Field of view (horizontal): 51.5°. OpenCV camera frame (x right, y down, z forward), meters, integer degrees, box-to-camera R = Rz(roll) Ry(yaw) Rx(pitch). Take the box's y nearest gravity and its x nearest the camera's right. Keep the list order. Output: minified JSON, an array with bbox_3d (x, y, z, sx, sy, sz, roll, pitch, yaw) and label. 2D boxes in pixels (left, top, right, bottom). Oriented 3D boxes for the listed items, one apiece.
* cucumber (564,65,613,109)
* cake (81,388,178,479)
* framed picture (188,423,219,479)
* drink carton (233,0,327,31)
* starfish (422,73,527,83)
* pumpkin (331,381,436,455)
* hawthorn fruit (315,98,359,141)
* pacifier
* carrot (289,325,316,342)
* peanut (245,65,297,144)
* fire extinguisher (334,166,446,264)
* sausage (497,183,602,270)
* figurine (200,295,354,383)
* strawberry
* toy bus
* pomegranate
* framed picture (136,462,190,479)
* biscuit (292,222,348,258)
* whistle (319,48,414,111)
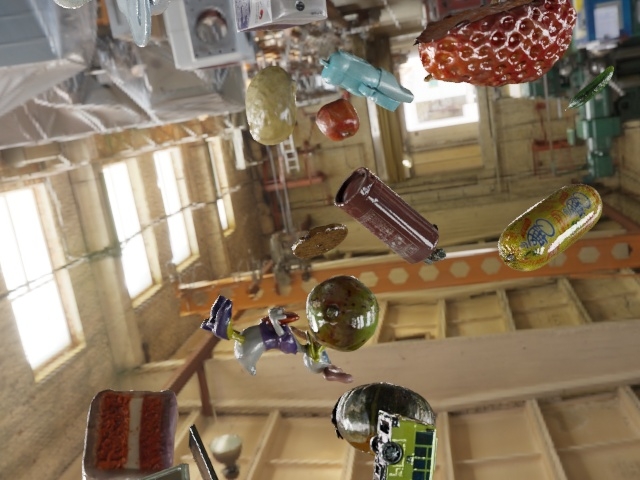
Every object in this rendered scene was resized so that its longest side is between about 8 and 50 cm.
[{"bbox_3d":[0.763,-0.423,1.873,0.168,0.039,0.039,-44,-179,19],"label":"cucumber"},{"bbox_3d":[-0.503,0.574,1.770,0.237,0.230,0.309,3,-147,-13],"label":"cake"},{"bbox_3d":[-0.193,0.548,1.331,0.014,0.339,0.255,-21,159,-21],"label":"framed picture"},{"bbox_3d":[-0.093,-0.520,1.457,0.134,0.102,0.222,-10,-164,-25],"label":"drink carton"},{"bbox_3d":[0.483,-0.527,1.997,0.293,0.084,0.301,13,-149,18],"label":"starfish"},{"bbox_3d":[0.200,0.550,2.022,0.320,0.320,0.192,-2,-123,30],"label":"pumpkin"},{"bbox_3d":[0.051,-0.345,1.913,0.128,0.128,0.128,-9,-168,2],"label":"hawthorn fruit"},{"bbox_3d":[-0.442,-0.541,1.362,0.233,0.244,0.299,-18,-124,-21],"label":"pacifier"},{"bbox_3d":[-0.046,0.352,2.388,0.035,0.165,0.036,-44,-158,23],"label":"carrot"},{"bbox_3d":[-0.104,-0.276,1.377,0.109,0.159,0.140,3,164,8],"label":"peanut"},{"bbox_3d":[0.153,-0.031,1.324,0.105,0.269,0.105,-42,-154,25],"label":"fire extinguisher"},{"bbox_3d":[0.535,-0.033,1.539,0.347,0.123,0.123,-31,-158,-29],"label":"sausage"},{"bbox_3d":[-0.113,0.279,1.781,0.420,0.193,0.154,13,177,-11],"label":"figurine"},{"bbox_3d":[0.306,-0.329,1.127,0.253,0.150,0.280,-10,-157,23],"label":"strawberry"},{"bbox_3d":[0.197,0.551,1.594,0.150,0.262,0.128,8,172,-10],"label":"toy bus"},{"bbox_3d":[0.057,0.153,1.404,0.159,0.159,0.205,-2,173,32],"label":"pomegranate"},{"bbox_3d":[-0.277,0.506,1.142,0.150,0.203,0.015,-26,149,20],"label":"framed picture"},{"bbox_3d":[0.000,0.000,2.319,0.212,0.036,0.212,-22,159,-9],"label":"biscuit"},{"bbox_3d":[0.118,-0.409,1.686,0.273,0.093,0.186,16,-152,-25],"label":"whistle"}]
